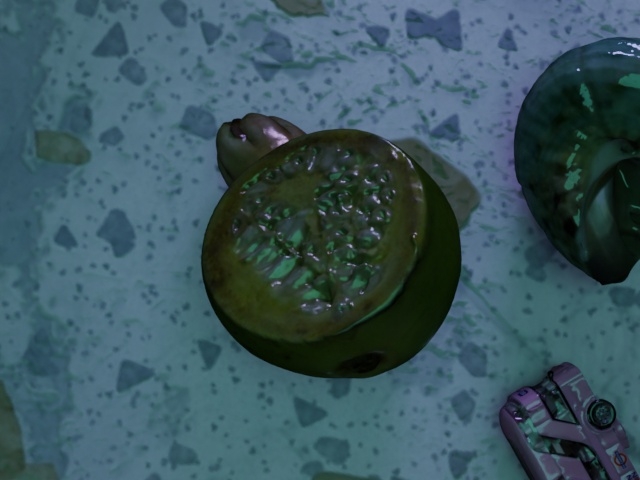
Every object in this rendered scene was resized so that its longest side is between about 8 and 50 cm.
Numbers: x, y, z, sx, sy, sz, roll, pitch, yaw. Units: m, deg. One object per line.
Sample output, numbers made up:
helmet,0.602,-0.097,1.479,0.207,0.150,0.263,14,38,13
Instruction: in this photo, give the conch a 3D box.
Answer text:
conch,0.240,-0.079,0.919,0.188,0.122,0.176,-44,106,5

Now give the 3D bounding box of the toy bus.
toy bus,0.227,0.204,0.931,0.090,0.063,0.203,-29,89,-4

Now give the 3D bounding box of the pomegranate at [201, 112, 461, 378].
pomegranate,-0.004,0.013,0.892,0.241,0.159,0.189,23,76,26
